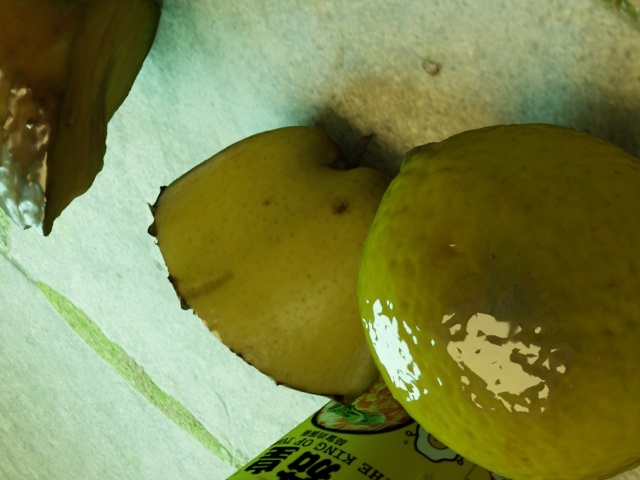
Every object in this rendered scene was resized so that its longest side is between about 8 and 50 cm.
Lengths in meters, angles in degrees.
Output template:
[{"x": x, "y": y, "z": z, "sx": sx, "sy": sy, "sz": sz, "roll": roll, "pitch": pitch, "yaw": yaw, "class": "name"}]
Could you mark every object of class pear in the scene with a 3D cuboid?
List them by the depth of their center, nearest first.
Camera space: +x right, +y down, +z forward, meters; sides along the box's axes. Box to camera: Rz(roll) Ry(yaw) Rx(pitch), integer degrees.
[{"x": -0.002, "y": -0.001, "z": 1.160, "sx": 0.267, "sy": 0.267, "sz": 0.178, "roll": 49, "pitch": 124, "yaw": 2, "class": "pear"}]

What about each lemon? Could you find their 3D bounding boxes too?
[{"x": 0.156, "y": 0.045, "z": 0.934, "sx": 0.267, "sy": 0.267, "sz": 0.267, "roll": 31, "pitch": 144, "yaw": 27, "class": "lemon"}]

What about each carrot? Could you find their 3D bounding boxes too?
[{"x": -0.276, "y": -0.181, "z": 1.234, "sx": 0.340, "sy": 0.241, "sz": 0.241, "roll": 44, "pitch": 148, "yaw": 14, "class": "carrot"}]

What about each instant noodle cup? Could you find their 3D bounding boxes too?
[{"x": 0.066, "y": 0.283, "z": 1.281, "sx": 0.325, "sy": 0.254, "sz": 0.326, "roll": 31, "pitch": 143, "yaw": 27, "class": "instant noodle cup"}]
